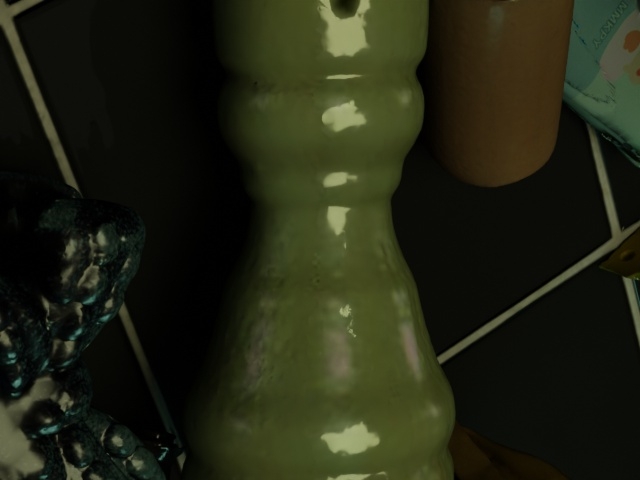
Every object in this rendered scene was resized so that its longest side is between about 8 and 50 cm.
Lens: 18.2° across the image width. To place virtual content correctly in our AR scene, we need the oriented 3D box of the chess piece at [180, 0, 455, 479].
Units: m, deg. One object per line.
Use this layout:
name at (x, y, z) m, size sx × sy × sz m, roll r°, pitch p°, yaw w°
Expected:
chess piece at (0.000, 0.000, 1.584) m, size 0.234 × 0.234 × 0.442 m, roll -6°, pitch 101°, yaw -34°

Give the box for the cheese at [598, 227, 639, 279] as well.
cheese at (0.363, 0.005, 1.939) m, size 0.171 × 0.093 × 0.126 m, roll -20°, pitch 117°, yaw -27°

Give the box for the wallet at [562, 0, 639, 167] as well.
wallet at (0.270, -0.196, 1.814) m, size 0.250 × 0.075 × 0.176 m, roll 34°, pitch 89°, yaw -39°

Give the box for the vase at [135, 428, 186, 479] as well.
vase at (-0.149, 0.248, 1.655) m, size 0.120 × 0.120 × 0.183 m, roll 13°, pitch 84°, yaw -38°

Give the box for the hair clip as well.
hair clip at (-0.227, 0.112, 1.503) m, size 0.206 × 0.194 × 0.310 m, roll -20°, pitch 116°, yaw -36°

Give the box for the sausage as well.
sausage at (0.145, -0.154, 1.655) m, size 0.123 × 0.123 × 0.253 m, roll -33°, pitch 147°, yaw -22°

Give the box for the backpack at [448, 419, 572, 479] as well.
backpack at (0.102, 0.338, 1.693) m, size 0.353 × 0.378 × 0.201 m, roll -44°, pitch 130°, yaw -8°
